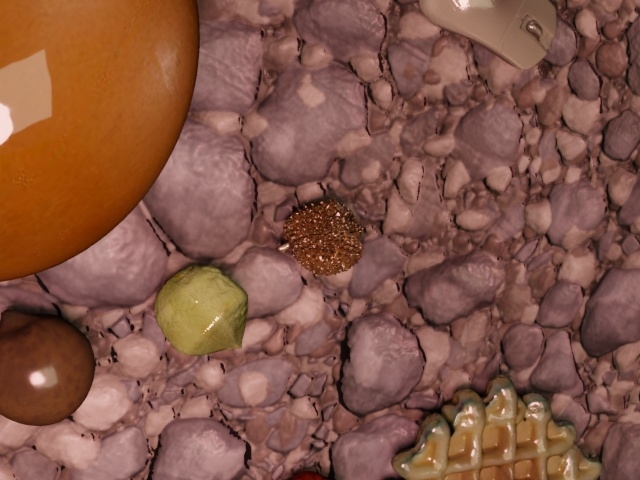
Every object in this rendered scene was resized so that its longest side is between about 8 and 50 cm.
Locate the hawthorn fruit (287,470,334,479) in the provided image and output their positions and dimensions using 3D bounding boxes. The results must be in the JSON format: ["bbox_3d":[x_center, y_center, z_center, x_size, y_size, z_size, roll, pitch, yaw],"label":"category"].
[{"bbox_3d":[-0.015,0.293,1.258,0.081,0.081,0.093,-4,131,-25],"label":"hawthorn fruit"}]

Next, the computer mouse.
[{"bbox_3d":[0.186,-0.240,1.257,0.181,0.056,0.089,26,93,-28],"label":"computer mouse"}]

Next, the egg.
[{"bbox_3d":[-0.243,-0.133,0.945,0.282,0.282,0.351,37,73,-27],"label":"egg"}]

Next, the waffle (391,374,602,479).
[{"bbox_3d":[0.188,0.313,1.363,0.309,0.056,0.292,41,81,-27],"label":"waffle"}]

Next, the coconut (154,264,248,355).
[{"bbox_3d":[-0.111,0.071,1.159,0.088,0.088,0.096,-42,85,-13],"label":"coconut"}]

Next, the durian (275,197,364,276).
[{"bbox_3d":[0.000,0.000,1.207,0.091,0.080,0.080,-19,108,-4],"label":"durian"}]

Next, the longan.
[{"bbox_3d":[-0.262,0.114,1.092,0.113,0.092,0.113,0,90,-2],"label":"longan"}]
